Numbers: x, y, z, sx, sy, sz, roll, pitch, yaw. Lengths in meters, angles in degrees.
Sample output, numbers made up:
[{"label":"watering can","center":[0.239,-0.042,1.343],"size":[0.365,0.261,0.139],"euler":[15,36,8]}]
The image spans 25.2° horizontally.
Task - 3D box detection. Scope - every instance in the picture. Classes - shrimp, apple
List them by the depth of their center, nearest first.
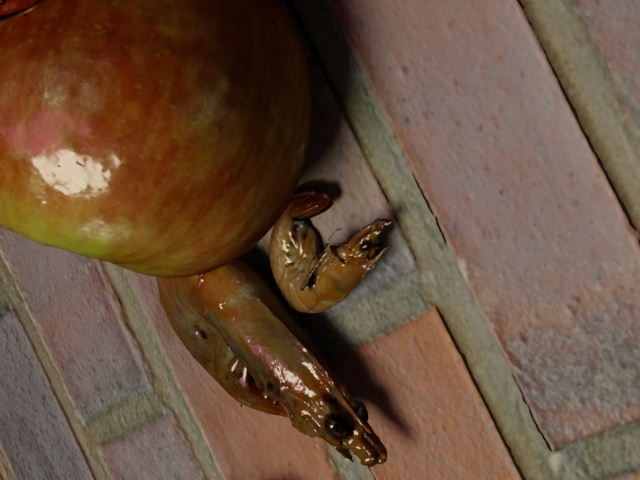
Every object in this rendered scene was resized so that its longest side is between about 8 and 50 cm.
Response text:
[{"label":"apple","center":[-0.152,-0.111,1.080],"size":[0.309,0.277,0.250],"euler":[17,90,20]},{"label":"shrimp","center":[0.006,-0.001,1.132],"size":[0.162,0.045,0.095],"euler":[-39,57,52]},{"label":"shrimp","center":[-0.049,0.108,1.203],"size":[0.287,0.063,0.152],"euler":[45,142,28]}]
